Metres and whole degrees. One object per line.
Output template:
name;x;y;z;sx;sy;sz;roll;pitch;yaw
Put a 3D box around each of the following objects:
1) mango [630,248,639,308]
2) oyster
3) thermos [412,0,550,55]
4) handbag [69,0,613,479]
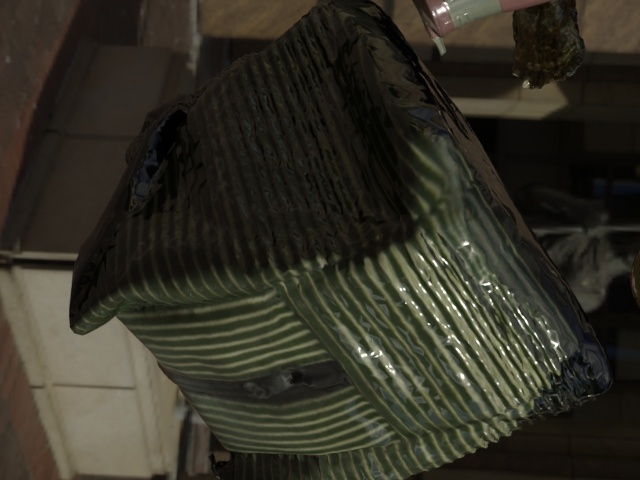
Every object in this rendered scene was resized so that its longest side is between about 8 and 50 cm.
mango;0.431;0.061;0.937;0.156;0.251;0.114;30;76;-70
oyster;0.283;-0.259;1.195;0.146;0.122;0.045;-61;157;11
thermos;0.209;-0.296;0.940;0.146;0.265;0.176;62;10;-4
handbag;0.000;0.000;0.608;0.247;0.240;0.340;54;13;-25
